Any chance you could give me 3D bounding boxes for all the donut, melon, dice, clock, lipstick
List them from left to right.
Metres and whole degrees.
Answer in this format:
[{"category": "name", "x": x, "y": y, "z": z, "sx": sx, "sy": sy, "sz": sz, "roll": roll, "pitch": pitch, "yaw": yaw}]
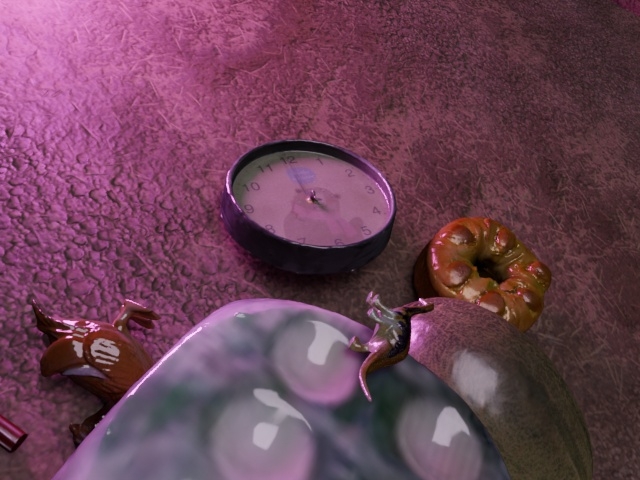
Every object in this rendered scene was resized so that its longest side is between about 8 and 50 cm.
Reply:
[{"category": "lipstick", "x": -0.406, "y": 0.175, "z": 0.651, "sx": 0.176, "sy": 0.027, "sz": 0.027, "roll": 35, "pitch": 51, "yaw": 3}, {"category": "dice", "x": -0.055, "y": 0.275, "z": 0.520, "sx": 0.330, "sy": 0.348, "sz": 0.328, "roll": 38, "pitch": 45, "yaw": 3}, {"category": "clock", "x": -0.016, "y": -0.064, "z": 0.924, "sx": 0.281, "sy": 0.055, "sz": 0.280, "roll": 7, "pitch": 44, "yaw": -7}, {"category": "melon", "x": 0.191, "y": 0.222, "z": 0.742, "sx": 0.329, "sy": 0.248, "sz": 0.248, "roll": 46, "pitch": 52, "yaw": 7}, {"category": "donut", "x": 0.265, "y": 0.064, "z": 0.964, "sx": 0.227, "sy": 0.114, "sz": 0.226, "roll": 11, "pitch": 54, "yaw": -16}]

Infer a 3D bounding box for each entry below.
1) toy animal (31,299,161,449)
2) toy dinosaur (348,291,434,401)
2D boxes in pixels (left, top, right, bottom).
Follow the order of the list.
[{"category": "toy animal", "x": -0.277, "y": 0.151, "z": 0.694, "sx": 0.188, "sy": 0.089, "sz": 0.179, "roll": 29, "pitch": 66, "yaw": -10}, {"category": "toy dinosaur", "x": 0.052, "y": 0.077, "z": 0.496, "sx": 0.058, "sy": 0.037, "sz": 0.180, "roll": 32, "pitch": 37, "yaw": 13}]
